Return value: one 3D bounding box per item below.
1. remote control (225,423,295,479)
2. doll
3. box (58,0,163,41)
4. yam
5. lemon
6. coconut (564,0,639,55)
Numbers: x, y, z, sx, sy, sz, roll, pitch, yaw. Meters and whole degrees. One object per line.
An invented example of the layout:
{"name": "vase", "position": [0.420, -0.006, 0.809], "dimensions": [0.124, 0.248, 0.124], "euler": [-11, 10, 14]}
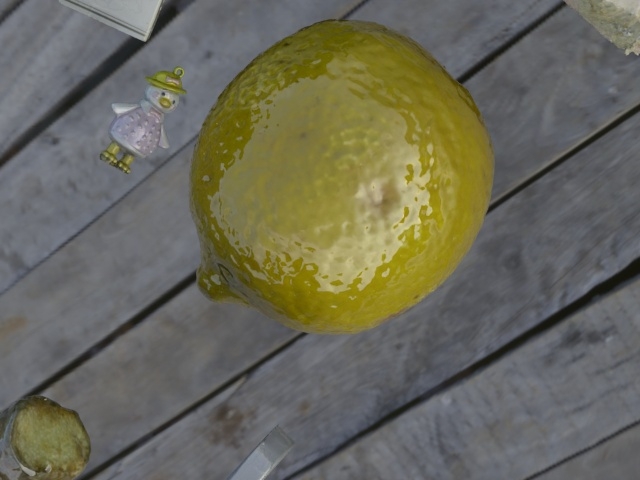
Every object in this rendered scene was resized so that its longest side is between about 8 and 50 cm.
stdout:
{"name": "remote control", "position": [-0.057, 0.179, 0.855], "dimensions": [0.022, 0.245, 0.077], "euler": [41, 74, 5]}
{"name": "doll", "position": [-0.296, -0.209, 1.952], "dimensions": [0.207, 0.129, 0.081], "euler": [-55, 31, -2]}
{"name": "box", "position": [-0.206, -0.328, 1.257], "dimensions": [0.109, 0.029, 0.198], "euler": [24, 116, -6]}
{"name": "yam", "position": [-0.311, 0.216, 0.922], "dimensions": [0.356, 0.081, 0.081], "euler": [-32, 86, 36]}
{"name": "lemon", "position": [0.012, -0.041, 0.894], "dimensions": [0.228, 0.228, 0.253], "euler": [32, 89, 15]}
{"name": "coconut", "position": [0.353, -0.324, 1.253], "dimensions": [0.233, 0.245, 0.233], "euler": [0, 113, 0]}
